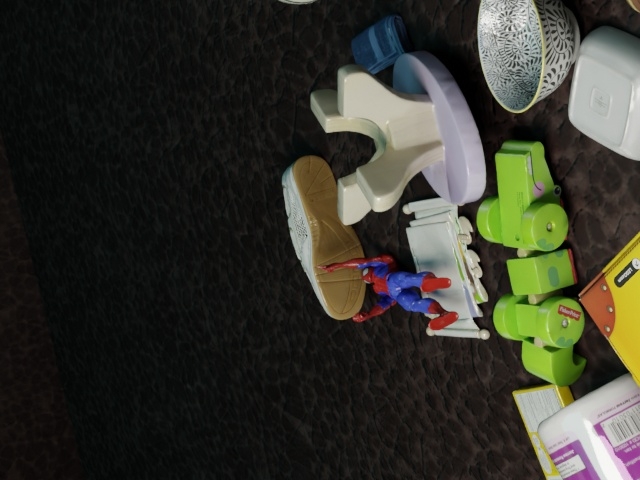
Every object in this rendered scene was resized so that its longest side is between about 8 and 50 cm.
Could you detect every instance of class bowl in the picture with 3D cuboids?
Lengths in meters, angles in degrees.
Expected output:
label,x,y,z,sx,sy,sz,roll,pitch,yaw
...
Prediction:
label,x,y,z,sx,sy,sz,roll,pitch,yaw
bowl,0.349,-0.171,1.548,0.142,0.053,0.142,41,139,42
bowl,0.264,-0.246,1.595,0.170,0.080,0.170,170,90,-71

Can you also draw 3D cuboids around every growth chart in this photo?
label,x,y,z,sx,sy,sz,roll,pitch,yaw
growth chart,0.191,0.043,1.960,0.172,0.021,0.237,7,113,56

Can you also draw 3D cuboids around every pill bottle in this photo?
label,x,y,z,sx,sy,sz,roll,pitch,yaw
pill bottle,0.414,0.324,1.626,0.301,0.169,0.169,62,149,13

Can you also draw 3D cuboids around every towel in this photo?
label,x,y,z,sx,sy,sz,roll,pitch,yaw
towel,0.087,-0.286,1.920,0.119,0.029,0.067,-21,89,60

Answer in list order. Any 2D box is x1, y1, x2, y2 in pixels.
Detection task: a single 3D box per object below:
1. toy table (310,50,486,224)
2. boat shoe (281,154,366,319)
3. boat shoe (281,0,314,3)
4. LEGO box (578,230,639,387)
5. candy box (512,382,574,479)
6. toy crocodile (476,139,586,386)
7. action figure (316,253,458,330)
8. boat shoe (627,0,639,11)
label,x,y,z,sx,sy,sz,roll,pitch,yaw
toy table,0.100,-0.142,1.785,0.274,0.161,0.252,-125,27,-56
boat shoe,0.000,0.000,2.173,0.096,0.098,0.277,-24,77,60
boat shoe,-0.063,-0.584,1.837,0.156,0.187,0.500,9,111,62
LEGO box,0.527,0.057,1.257,0.372,0.193,0.500,58,148,19
candy box,0.348,0.302,1.856,0.105,0.027,0.206,-23,88,57
toy crocodile,0.291,0.032,1.729,0.115,0.105,0.340,3,105,58
action figure,0.091,0.080,1.998,0.280,0.139,0.091,-154,52,-72
boat shoe,0.354,-0.316,1.366,0.060,0.064,0.178,37,143,45
